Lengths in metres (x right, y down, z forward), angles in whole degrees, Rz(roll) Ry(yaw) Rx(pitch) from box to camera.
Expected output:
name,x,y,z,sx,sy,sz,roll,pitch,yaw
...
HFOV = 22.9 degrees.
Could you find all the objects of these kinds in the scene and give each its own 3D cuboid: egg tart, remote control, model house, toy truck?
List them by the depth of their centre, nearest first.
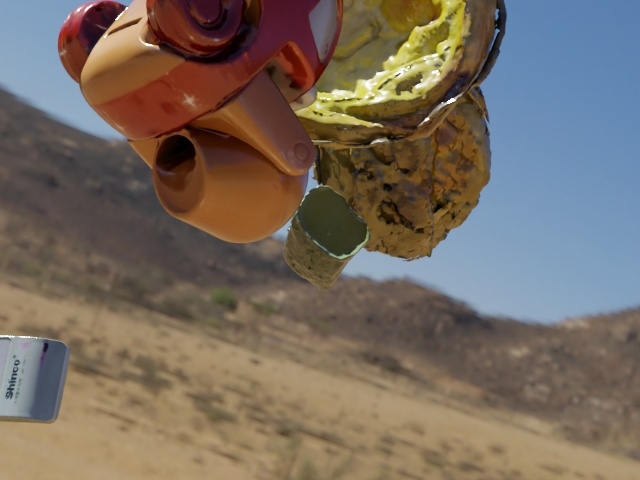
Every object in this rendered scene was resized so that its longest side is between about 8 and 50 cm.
name,x,y,z,sx,sy,sz,roll,pitch,yaw
remote control,-0.263,0.101,1.131,0.166,0.065,0.029,1,-24,15
toy truck,-0.073,-0.143,1.332,0.189,0.265,0.239,-12,-58,47
egg tart,0.045,-0.193,1.478,0.279,0.279,0.095,18,-18,26
model house,0.000,0.000,1.572,0.079,0.066,0.083,44,-31,8
egg tart,0.115,-0.118,1.908,0.297,0.297,0.132,23,-12,-34
